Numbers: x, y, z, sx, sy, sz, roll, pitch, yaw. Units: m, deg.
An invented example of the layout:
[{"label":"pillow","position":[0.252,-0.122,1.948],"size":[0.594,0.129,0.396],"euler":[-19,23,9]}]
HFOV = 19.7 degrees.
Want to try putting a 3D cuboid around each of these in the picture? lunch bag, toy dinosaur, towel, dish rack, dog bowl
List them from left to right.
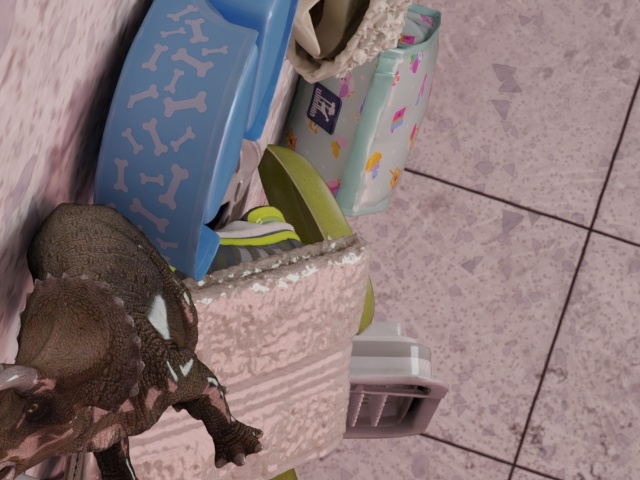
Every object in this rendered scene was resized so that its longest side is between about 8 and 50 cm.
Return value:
[{"label":"toy dinosaur","position":[-0.113,0.043,1.018],"size":[0.313,0.121,0.160],"euler":[-92,163,-60]},{"label":"dog bowl","position":[-0.074,-0.105,1.184],"size":[0.297,0.074,0.166],"euler":[-73,177,-50]},{"label":"towel","position":[-0.070,0.105,1.383],"size":[0.282,0.049,0.187],"euler":[-16,125,-43]},{"label":"dish rack","position":[-0.021,0.146,1.912],"size":[0.333,0.285,0.072],"euler":[97,-8,-73]},{"label":"lunch bag","position":[0.049,-0.167,2.198],"size":[0.262,0.160,0.223],"euler":[-78,-174,-69]}]

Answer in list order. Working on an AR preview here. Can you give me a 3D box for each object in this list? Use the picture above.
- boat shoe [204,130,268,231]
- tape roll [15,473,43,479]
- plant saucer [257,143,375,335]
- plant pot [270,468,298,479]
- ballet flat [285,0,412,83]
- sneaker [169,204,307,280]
[{"label":"boat shoe","position":[-0.088,-0.053,1.490],"size":[0.184,0.066,0.063],"euler":[125,-15,-68]},{"label":"tape roll","position":[-0.199,0.283,1.108],"size":[0.286,0.100,0.286],"euler":[19,90,-86]},{"label":"plant saucer","position":[0.000,0.000,1.952],"size":[0.037,0.241,0.241],"euler":[-25,161,-9]},{"label":"plant pot","position":[-0.105,0.383,2.060],"size":[0.275,0.274,0.294],"euler":[-44,137,-82]},{"label":"ballet flat","position":[0.028,-0.261,1.711],"size":[0.409,0.147,0.147],"euler":[98,10,-66]},{"label":"sneaker","position":[-0.064,0.055,1.478],"size":[0.300,0.121,0.111],"euler":[-30,151,-59]}]
